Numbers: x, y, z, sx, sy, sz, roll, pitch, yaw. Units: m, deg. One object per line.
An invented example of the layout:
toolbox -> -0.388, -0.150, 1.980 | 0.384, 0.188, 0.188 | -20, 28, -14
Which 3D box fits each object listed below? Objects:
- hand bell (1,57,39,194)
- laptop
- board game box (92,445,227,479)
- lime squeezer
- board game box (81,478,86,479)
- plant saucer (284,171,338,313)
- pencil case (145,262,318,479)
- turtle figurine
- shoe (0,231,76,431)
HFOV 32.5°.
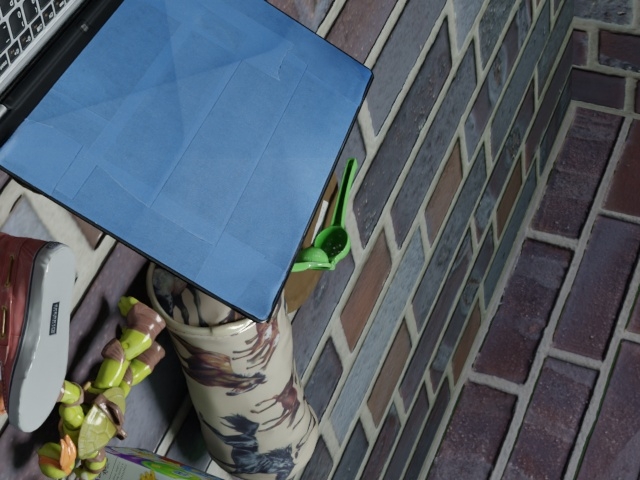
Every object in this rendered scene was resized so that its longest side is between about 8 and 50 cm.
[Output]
hand bell -> -0.208, -0.117, 1.064 | 0.242, 0.126, 0.126 | -38, 141, -76
laptop -> -0.121, -0.219, 0.880 | 0.382, 0.236, 0.408 | -68, 159, -47
board game box -> -0.143, 0.353, 1.283 | 0.144, 0.275, 0.142 | -72, 159, -6
lime squeezer -> 0.000, 0.000, 1.592 | 0.310, 0.059, 0.110 | -48, 148, -48
board game box -> -0.281, 0.375, 1.124 | 0.160, 0.047, 0.210 | -31, 133, -61
plant saucer -> -0.038, -0.009, 1.624 | 0.278, 0.041, 0.277 | 15, 90, -69
pencil case -> -0.102, 0.155, 1.402 | 0.410, 0.160, 0.183 | 80, 3, -50
turtle figurine -> -0.241, 0.168, 1.165 | 0.217, 0.087, 0.269 | -60, 155, -33
shoe -> -0.280, 0.082, 1.009 | 0.063, 0.081, 0.178 | -6, 108, -68
